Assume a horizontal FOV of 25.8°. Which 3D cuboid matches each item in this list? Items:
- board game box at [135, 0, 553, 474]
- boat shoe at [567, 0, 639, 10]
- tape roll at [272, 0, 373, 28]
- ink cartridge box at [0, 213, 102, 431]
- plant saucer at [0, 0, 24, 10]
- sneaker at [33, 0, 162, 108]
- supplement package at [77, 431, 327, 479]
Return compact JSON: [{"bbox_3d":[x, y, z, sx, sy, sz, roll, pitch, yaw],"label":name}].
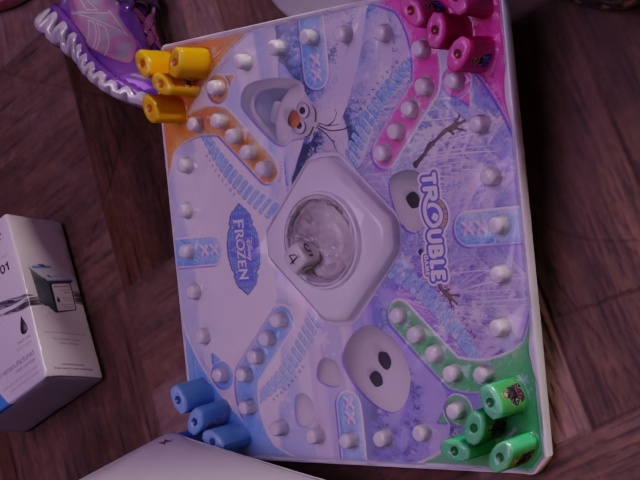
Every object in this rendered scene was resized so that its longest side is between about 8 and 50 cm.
[{"bbox_3d":[0.000,0.000,1.183,0.390,0.050,0.390,-5,91,41],"label":"board game box"},{"bbox_3d":[0.101,-0.289,1.067,0.355,0.132,0.130,21,92,1],"label":"boat shoe"},{"bbox_3d":[0.043,-0.285,1.222,0.219,0.072,0.219,-6,81,40],"label":"tape roll"},{"bbox_3d":[-0.321,0.089,1.473,0.139,0.082,0.191,-35,64,32],"label":"ink cartridge box"},{"bbox_3d":[-0.382,-0.433,1.601,0.332,0.084,0.332,-8,78,39],"label":"plant saucer"},{"bbox_3d":[-0.197,-0.207,1.408,0.236,0.095,0.105,42,103,37],"label":"sneaker"},{"bbox_3d":[-0.096,0.284,1.144,0.261,0.204,0.145,9,112,40],"label":"supplement package"}]
